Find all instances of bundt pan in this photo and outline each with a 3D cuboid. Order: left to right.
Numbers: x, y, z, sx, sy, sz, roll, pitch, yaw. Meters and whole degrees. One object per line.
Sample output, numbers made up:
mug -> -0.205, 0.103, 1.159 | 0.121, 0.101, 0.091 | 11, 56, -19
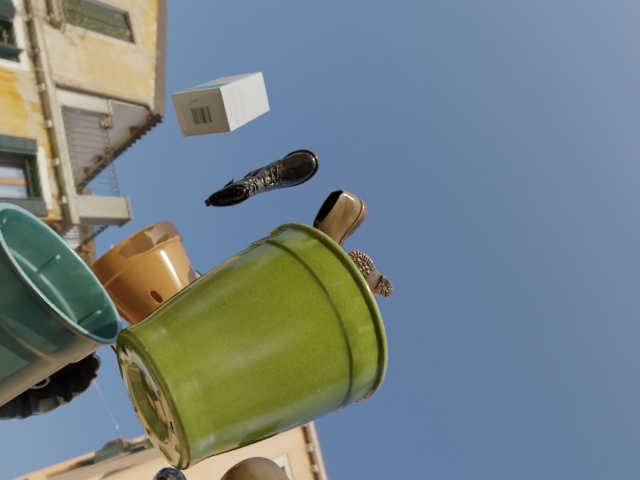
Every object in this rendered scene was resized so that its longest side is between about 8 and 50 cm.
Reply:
bundt pan -> -0.804, 0.352, 1.488 | 0.331, 0.331, 0.124 | -56, -129, 24

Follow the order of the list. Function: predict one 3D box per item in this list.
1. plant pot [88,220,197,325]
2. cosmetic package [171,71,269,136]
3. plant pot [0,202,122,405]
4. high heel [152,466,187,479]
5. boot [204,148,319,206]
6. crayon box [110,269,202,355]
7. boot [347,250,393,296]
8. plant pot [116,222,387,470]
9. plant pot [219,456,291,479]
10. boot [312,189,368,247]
plant pot -> -0.466, 0.111, 1.443 | 0.291, 0.291, 0.203 | -39, -92, 31
cosmetic package -> -0.343, -0.488, 1.881 | 0.197, 0.365, 0.155 | -3, -65, 17
plant pot -> -0.627, 0.163, 1.009 | 0.334, 0.341, 0.341 | -38, -117, -5
high heel -> -0.256, 0.534, 0.901 | 0.261, 0.093, 0.186 | -106, -171, -46
boot -> -0.146, -0.150, 1.375 | 0.263, 0.229, 0.091 | -19, -79, 24
crayon box -> -0.495, 0.306, 1.829 | 0.363, 0.313, 0.106 | -41, -112, -14
boot -> 0.106, 0.086, 1.341 | 0.059, 0.158, 0.084 | -52, -155, -23
plant pot -> -0.138, 0.197, 0.915 | 0.366, 0.353, 0.366 | 29, -50, 41
plant pot -> -0.129, 0.715, 1.356 | 0.254, 0.237, 0.237 | -4, -92, 57
boot -> 0.000, 0.000, 1.423 | 0.112, 0.115, 0.305 | 33, -87, 45
